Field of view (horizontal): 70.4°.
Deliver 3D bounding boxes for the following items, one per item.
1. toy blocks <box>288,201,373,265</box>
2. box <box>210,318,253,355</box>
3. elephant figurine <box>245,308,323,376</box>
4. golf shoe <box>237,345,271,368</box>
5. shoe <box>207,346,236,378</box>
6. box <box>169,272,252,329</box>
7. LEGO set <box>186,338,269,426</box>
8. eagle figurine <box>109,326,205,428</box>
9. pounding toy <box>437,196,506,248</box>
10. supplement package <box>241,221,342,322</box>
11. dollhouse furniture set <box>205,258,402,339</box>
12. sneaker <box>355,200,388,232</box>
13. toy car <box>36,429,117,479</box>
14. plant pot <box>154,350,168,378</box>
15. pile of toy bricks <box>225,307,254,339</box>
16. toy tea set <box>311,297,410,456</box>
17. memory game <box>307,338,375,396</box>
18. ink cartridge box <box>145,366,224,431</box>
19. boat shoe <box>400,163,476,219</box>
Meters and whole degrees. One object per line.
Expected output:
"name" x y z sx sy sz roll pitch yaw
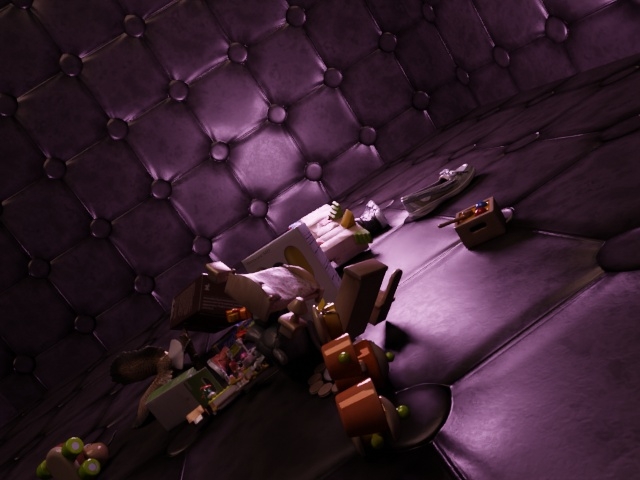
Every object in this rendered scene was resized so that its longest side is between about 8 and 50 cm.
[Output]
"toy blocks" 0.000 0.000 1.795 0.261 0.190 0.381 -31 34 -14
"box" -0.307 0.347 1.626 0.169 0.059 0.054 -40 11 -30
"elephant figurine" -0.056 0.255 1.152 0.169 0.239 0.186 -3 55 39
"golf shoe" -0.158 0.316 1.307 0.198 0.077 0.094 -30 12 13
"shoe" -0.313 0.388 1.461 0.081 0.063 0.178 -43 9 -19
"box" -0.403 0.241 1.654 0.381 0.191 0.143 -34 50 53
"LEGO set" -0.252 0.359 1.199 0.287 0.107 0.132 -44 -11 17
"eagle figurine" -0.553 0.460 1.542 0.298 0.225 0.226 -26 19 -20
"pounding toy" 0.407 -0.050 1.218 0.141 0.100 0.130 -27 12 28
"supplement package" -0.071 0.110 1.394 0.199 0.262 0.198 -32 3 7
"dollhouse furniture set" -0.030 0.065 1.067 0.303 0.356 0.173 -11 -56 -53
"sneaker" 0.192 -0.087 1.961 0.153 0.101 0.268 -30 14 4
"toy car" -0.684 0.628 1.330 0.155 0.149 0.188 -41 -3 17
"plant pot" -0.650 0.503 1.862 0.081 0.083 0.081 -28 12 27
"pile of toy bricks" -0.167 0.230 1.266 0.212 0.118 0.105 -12 6 11
"toy tea set" 0.082 0.228 0.767 0.124 0.200 0.336 -19 21 -2
"memory game" 0.050 0.284 1.024 0.186 0.012 0.186 -32 11 7
"ink cartridge box" -0.380 0.442 1.304 0.209 0.109 0.062 -33 12 4
"boat shoe" 0.453 -0.204 1.730 0.320 0.103 0.118 -35 11 -6
